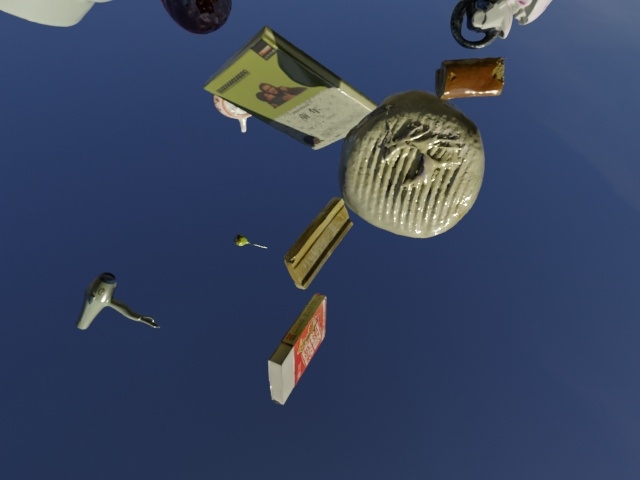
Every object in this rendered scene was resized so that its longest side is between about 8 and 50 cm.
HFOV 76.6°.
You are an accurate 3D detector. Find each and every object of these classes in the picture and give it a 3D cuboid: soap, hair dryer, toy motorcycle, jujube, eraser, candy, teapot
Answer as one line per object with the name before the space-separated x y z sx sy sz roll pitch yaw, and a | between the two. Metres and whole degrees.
soap | -0.001 0.000 0.981 0.036 0.092 0.252 4 -139 36
hair dryer | -0.533 0.196 1.041 0.199 0.167 0.067 47 -166 -10
toy motorcycle | 0.217 -0.349 0.467 0.150 0.222 0.102 -9 -166 8
jujube | -0.315 -0.623 0.951 0.189 0.255 0.190 -8 -117 16
eraser | -0.050 0.259 0.987 0.038 0.158 0.230 17 -140 19
candy | -0.214 0.009 1.264 0.122 0.035 0.035 20 -175 -38
teapot | -0.245 -0.434 1.229 0.159 0.246 0.116 -26 -117 -13

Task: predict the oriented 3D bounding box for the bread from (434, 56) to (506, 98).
bread | 0.188 -0.205 0.511 0.083 0.036 0.047 -6 -77 -6

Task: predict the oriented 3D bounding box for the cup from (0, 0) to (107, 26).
cup | -0.192 -0.290 0.318 0.257 0.234 0.186 35 -152 -7

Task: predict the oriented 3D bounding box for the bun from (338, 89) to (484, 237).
bun | 0.167 -0.140 0.748 0.272 0.273 0.168 20 -150 2

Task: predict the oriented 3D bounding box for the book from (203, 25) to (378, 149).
book | -0.055 -0.315 0.923 0.351 0.239 0.035 18 -112 -41
